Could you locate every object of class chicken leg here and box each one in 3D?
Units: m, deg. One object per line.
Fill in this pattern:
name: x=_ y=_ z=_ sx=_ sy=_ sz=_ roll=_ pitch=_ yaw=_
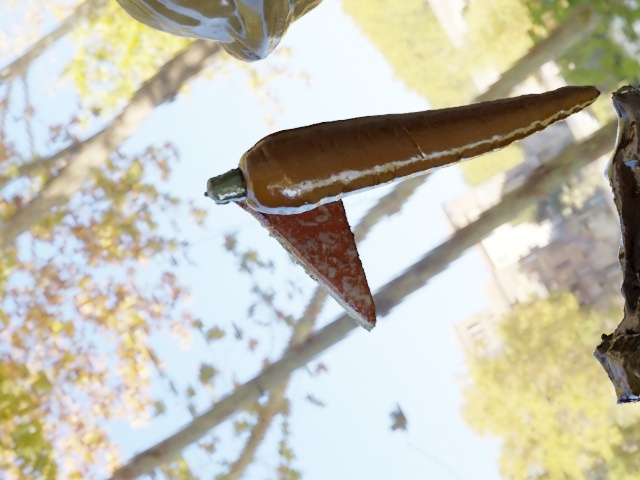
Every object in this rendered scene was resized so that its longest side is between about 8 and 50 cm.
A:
chicken leg: x=0.296 y=0.000 z=1.131 sx=0.093 sy=0.113 sz=0.304 roll=37 pitch=-119 yaw=-55

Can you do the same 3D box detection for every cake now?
cake: x=0.012 y=-0.016 z=1.397 sx=0.220 sy=0.117 sz=0.086 roll=42 pitch=171 yaw=4

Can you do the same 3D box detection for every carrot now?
carrot: x=0.069 y=-0.077 z=1.029 sx=0.069 sy=0.335 sz=0.069 roll=166 pitch=90 yaw=-80

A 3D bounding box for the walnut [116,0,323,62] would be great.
walnut: x=-0.119 y=-0.416 z=1.462 sx=0.384 sy=0.383 sz=0.383 roll=56 pitch=-167 yaw=-20
